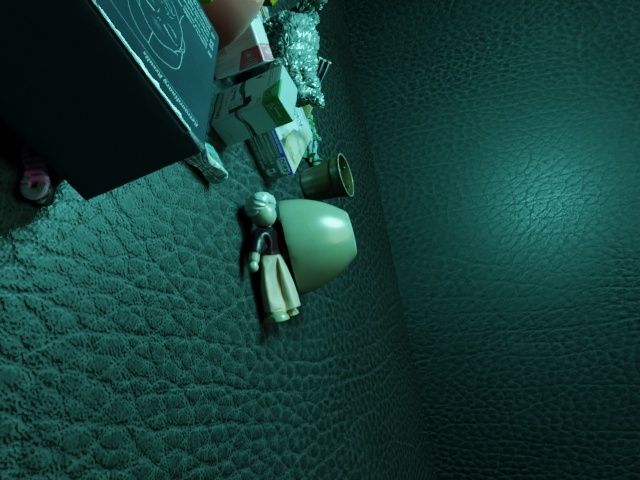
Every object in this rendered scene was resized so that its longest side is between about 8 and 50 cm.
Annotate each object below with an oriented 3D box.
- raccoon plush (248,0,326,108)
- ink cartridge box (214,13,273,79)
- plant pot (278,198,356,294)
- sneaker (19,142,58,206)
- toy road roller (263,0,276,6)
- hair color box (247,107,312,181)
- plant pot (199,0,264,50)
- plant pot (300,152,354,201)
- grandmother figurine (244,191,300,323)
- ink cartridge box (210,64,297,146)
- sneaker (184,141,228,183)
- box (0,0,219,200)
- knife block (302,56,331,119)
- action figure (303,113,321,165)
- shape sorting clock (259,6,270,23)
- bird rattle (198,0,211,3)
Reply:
[{"bbox_3d":[-0.053,-0.597,1.441,0.216,0.446,0.299,10,19,-37],"label":"raccoon plush"},{"bbox_3d":[-0.242,-0.572,1.333,0.092,0.159,0.218,-56,130,-64],"label":"ink cartridge box"},{"bbox_3d":[0.000,0.000,1.446,0.284,0.191,0.284,166,-90,-89],"label":"plant pot"},{"bbox_3d":[-0.407,-0.103,0.721,0.057,0.047,0.119,89,-3,-66],"label":"sneaker"},{"bbox_3d":[-0.254,-0.835,1.510,0.329,0.240,0.202,43,4,27],"label":"toy road roller"},{"bbox_3d":[-0.128,-0.352,1.593,0.339,0.110,0.185,-72,145,-55],"label":"hair color box"},{"bbox_3d":[-0.291,-0.609,1.099,0.243,0.275,0.275,27,51,-54],"label":"plant pot"},{"bbox_3d":[0.022,-0.224,1.840,0.167,0.165,0.167,-14,90,-71],"label":"plant pot"},{"bbox_3d":[-0.133,0.039,1.316,0.208,0.104,0.342,-14,93,-80],"label":"grandmother figurine"},{"bbox_3d":[-0.175,-0.356,1.301,0.087,0.208,0.153,53,29,-44],"label":"ink cartridge box"},{"bbox_3d":[-0.280,-0.205,1.144,0.166,0.065,0.076,59,9,-49],"label":"sneaker"},{"bbox_3d":[-0.327,-0.314,0.746,0.395,0.212,0.293,-97,162,-46],"label":"box"},{"bbox_3d":[-0.042,-0.521,1.748,0.088,0.242,0.275,-77,148,-51],"label":"knife block"},{"bbox_3d":[-0.038,-0.422,1.982,0.137,0.063,0.232,41,35,-55],"label":"action figure"},{"bbox_3d":[-0.207,-0.805,1.789,0.206,0.040,0.206,-14,90,-71],"label":"shape sorting clock"},{"bbox_3d":[-0.328,-0.480,0.989,0.207,0.253,0.143,18,49,-23],"label":"bird rattle"}]
